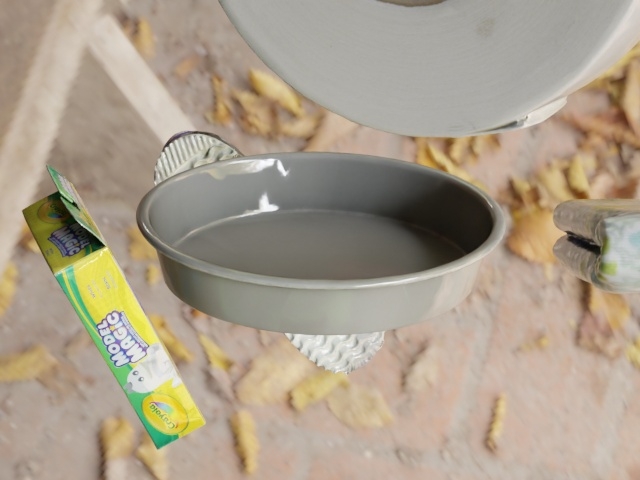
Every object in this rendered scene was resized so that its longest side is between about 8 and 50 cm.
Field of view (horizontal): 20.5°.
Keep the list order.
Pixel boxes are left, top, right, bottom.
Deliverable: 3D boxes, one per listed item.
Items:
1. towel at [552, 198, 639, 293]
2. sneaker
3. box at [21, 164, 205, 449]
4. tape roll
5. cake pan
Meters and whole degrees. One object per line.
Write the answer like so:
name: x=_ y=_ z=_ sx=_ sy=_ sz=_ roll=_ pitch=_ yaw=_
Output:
towel: x=0.399 y=0.006 z=1.693 sx=0.321 sy=0.374 sz=0.090 roll=-2 pitch=93 yaw=0
sneaker: x=-0.046 y=-0.001 z=1.732 sx=0.102 sy=0.293 sz=0.146 roll=-41 pitch=13 yaw=1
box: x=-0.140 y=0.041 z=1.159 sx=0.043 sy=0.179 sz=0.105 roll=-28 pitch=31 yaw=-7
tape roll: x=0.070 y=-0.261 z=1.179 sx=0.392 sy=0.072 sz=0.392 roll=13 pitch=113 yaw=32
cake pan: x=0.000 y=0.000 z=1.411 sx=0.293 sy=0.054 sz=0.293 roll=1 pitch=22 yaw=0
